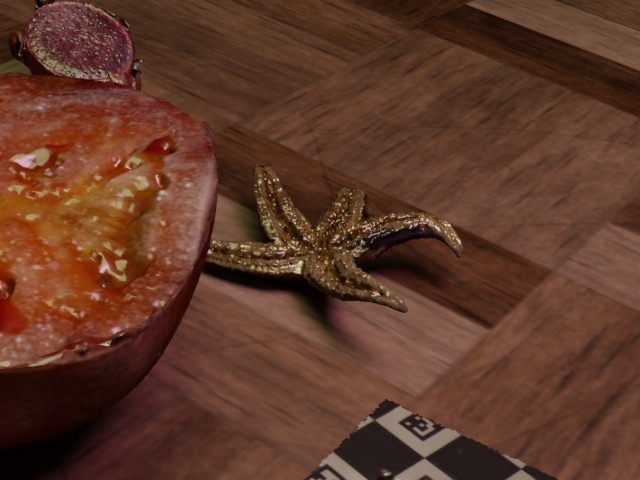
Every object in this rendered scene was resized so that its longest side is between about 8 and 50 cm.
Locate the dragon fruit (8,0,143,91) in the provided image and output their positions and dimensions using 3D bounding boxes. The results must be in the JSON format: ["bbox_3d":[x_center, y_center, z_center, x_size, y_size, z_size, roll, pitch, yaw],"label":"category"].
[{"bbox_3d":[-0.225,-0.162,1.184,0.126,0.068,0.112,25,50,0],"label":"dragon fruit"}]

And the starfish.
[{"bbox_3d":[0.000,0.007,0.990,0.213,0.057,0.238,-9,32,-14],"label":"starfish"}]

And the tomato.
[{"bbox_3d":[-0.220,0.022,0.828,0.338,0.143,0.338,3,34,-2],"label":"tomato"}]

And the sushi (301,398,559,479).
[{"bbox_3d":[0.106,0.206,0.717,0.280,0.043,0.192,24,35,21],"label":"sushi"}]
